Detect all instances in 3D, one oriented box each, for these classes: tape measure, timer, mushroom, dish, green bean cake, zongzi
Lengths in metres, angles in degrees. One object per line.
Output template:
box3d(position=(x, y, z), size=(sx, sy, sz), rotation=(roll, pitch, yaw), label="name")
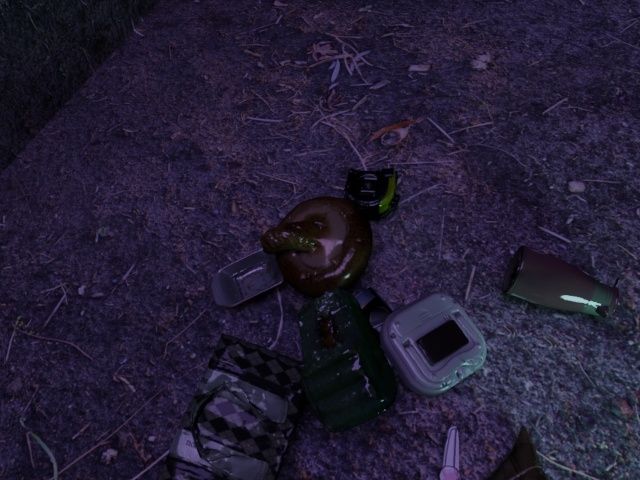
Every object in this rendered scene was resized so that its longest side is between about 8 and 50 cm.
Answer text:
box3d(position=(0.175, -0.164, 1.390), size=(0.198, 0.112, 0.186), rotation=(1, 62, 14), label="tape measure")
box3d(position=(0.307, 0.269, 1.081), size=(0.261, 0.087, 0.237), rotation=(-24, 64, -21), label="timer")
box3d(position=(0.007, 0.011, 1.273), size=(0.344, 0.239, 0.346), rotation=(0, 79, 1), label="mushroom")
box3d(position=(-0.241, 0.136, 1.319), size=(0.234, 0.064, 0.154), rotation=(-25, 58, -5), label="dish")
box3d(position=(0.050, 0.282, 0.994), size=(0.169, 0.300, 0.308), rotation=(-29, 71, 10), label="green bean cake")
box3d(position=(0.429, 0.544, 0.955), size=(0.188, 0.081, 0.178), rotation=(-20, 35, 15), label="zongzi")

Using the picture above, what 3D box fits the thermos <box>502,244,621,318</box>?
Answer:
box3d(position=(0.668, 0.118, 1.116), size=(0.264, 0.146, 0.176), rotation=(20, 40, 12), label="thermos")

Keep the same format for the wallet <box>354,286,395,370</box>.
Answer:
box3d(position=(0.161, 0.258, 1.164), size=(0.170, 0.069, 0.231), rotation=(-36, 63, -14), label="wallet")

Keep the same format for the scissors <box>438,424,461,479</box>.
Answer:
box3d(position=(0.313, 0.575, 0.966), size=(0.118, 0.030, 0.242), rotation=(8, 64, 16), label="scissors")

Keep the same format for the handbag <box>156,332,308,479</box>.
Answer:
box3d(position=(-0.193, 0.487, 1.027), size=(0.316, 0.180, 0.416), rotation=(11, 66, 26), label="handbag")
